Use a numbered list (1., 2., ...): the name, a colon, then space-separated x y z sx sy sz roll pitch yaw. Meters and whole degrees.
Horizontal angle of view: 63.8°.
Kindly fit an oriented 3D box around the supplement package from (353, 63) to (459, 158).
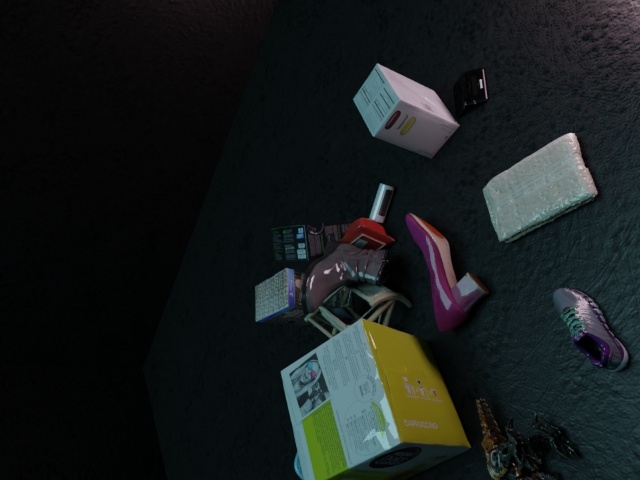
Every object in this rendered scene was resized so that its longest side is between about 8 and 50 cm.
1. supplement package: 0.272 -0.409 1.646 0.145 0.261 0.204 -52 42 34

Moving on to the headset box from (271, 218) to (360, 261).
1. headset box: 0.000 0.000 1.922 0.246 0.283 0.131 -4 92 57

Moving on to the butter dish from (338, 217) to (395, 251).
1. butter dish: 0.156 -0.025 1.810 0.160 0.159 0.118 -40 37 44

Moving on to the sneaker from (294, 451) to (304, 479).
1. sneaker: -0.005 0.709 1.845 0.208 0.127 0.319 87 -156 -54

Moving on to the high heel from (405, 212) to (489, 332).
1. high heel: 0.320 0.085 1.535 0.181 0.127 0.377 -49 45 21

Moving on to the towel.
1. towel: 0.558 -0.127 1.332 0.282 0.049 0.187 -35 54 45

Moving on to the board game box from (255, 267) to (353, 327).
1. board game box: -0.062 0.222 1.922 0.232 0.291 0.141 -32 55 48

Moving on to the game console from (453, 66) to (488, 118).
1. game console: 0.465 -0.459 1.602 0.107 0.071 0.122 -9 71 23

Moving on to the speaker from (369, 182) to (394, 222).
1. speaker: 0.217 -0.132 1.830 0.055 0.055 0.136 29 104 55

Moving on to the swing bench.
1. swing bench: 0.121 0.233 1.710 0.255 0.165 0.253 -59 34 -2

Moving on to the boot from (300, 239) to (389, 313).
1. boot: 0.088 0.114 1.631 0.222 0.338 0.118 10 132 21

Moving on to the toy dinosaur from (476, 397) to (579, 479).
1. toy dinosaur: 0.454 0.524 1.205 0.322 0.164 0.218 44 136 28

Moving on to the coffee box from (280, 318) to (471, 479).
1. coffee box: 0.147 0.471 1.441 0.334 0.337 0.338 -39 48 27

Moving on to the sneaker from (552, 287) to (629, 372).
1. sneaker: 0.584 0.188 1.146 0.083 0.098 0.224 -56 39 29
